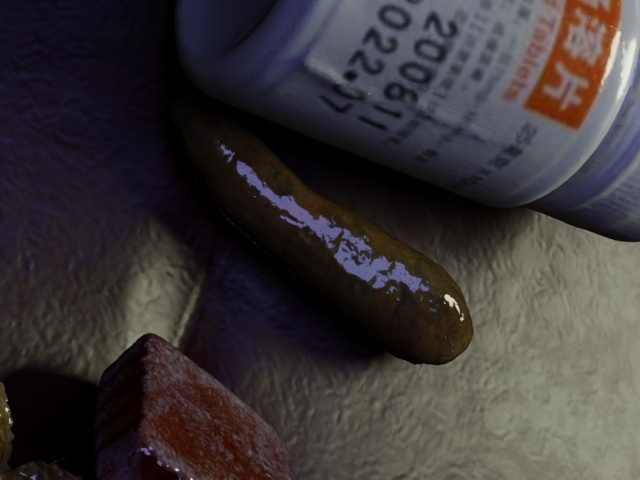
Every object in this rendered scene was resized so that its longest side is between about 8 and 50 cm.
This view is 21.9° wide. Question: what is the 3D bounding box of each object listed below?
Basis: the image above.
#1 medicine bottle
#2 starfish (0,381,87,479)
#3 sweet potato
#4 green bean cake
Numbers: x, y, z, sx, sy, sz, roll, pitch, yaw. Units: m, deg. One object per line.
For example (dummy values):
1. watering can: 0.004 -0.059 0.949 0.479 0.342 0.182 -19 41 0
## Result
1. medicine bottle: 0.105 -0.139 1.143 0.371 0.211 0.211 19 69 -29
2. starfish: -0.217 0.162 0.924 0.327 0.094 0.375 13 67 -30
3. sweet potato: 0.000 0.000 1.129 0.273 0.075 0.075 37 61 -17
4. green bean cake: -0.079 0.137 1.011 0.135 0.056 0.135 40 20 -22
